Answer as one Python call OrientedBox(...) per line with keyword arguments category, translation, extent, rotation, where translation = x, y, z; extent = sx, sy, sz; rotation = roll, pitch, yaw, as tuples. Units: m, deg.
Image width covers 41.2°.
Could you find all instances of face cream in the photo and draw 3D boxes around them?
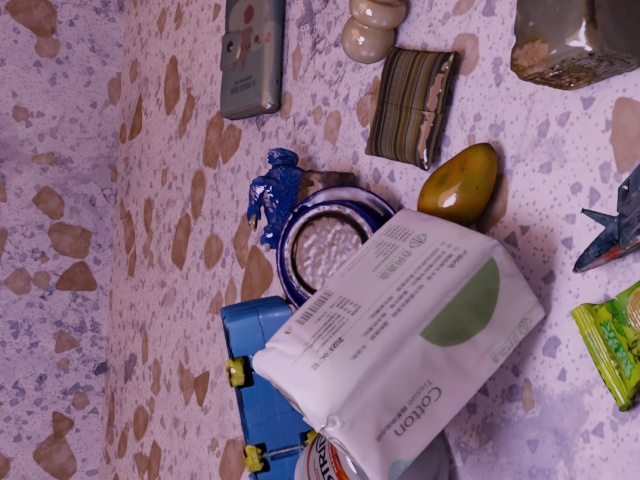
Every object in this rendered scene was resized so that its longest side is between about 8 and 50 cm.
OrientedBox(category="face cream", translation=(0.083, 0.374, 1.396), extent=(0.187, 0.201, 0.201), rotation=(-53, 42, 43))

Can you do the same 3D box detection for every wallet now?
OrientedBox(category="wallet", translation=(-0.169, -0.477, 2.110), extent=(0.252, 0.083, 0.360), rotation=(-4, 82, 55))

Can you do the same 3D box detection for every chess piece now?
OrientedBox(category="chess piece", translation=(0.114, -0.452, 1.572), extent=(0.142, 0.143, 0.260), rotation=(-121, 38, -46))

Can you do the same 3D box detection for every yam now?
OrientedBox(category="yam", translation=(-0.001, 0.000, 1.690), extent=(0.131, 0.131, 0.279), rotation=(4, 88, 61))

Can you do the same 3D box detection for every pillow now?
OrientedBox(category="pillow", translation=(0.156, -0.240, 1.519), extent=(0.212, 0.052, 0.208), rotation=(26, 104, 58))

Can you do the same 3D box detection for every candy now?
OrientedBox(category="candy", translation=(0.398, 0.094, 1.024), extent=(0.246, 0.069, 0.149), rotation=(-52, 45, 45))

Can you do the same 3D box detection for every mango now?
OrientedBox(category="mango", translation=(0.219, -0.078, 1.347), extent=(0.163, 0.090, 0.111), rotation=(-43, 48, 39))

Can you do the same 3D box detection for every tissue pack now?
OrientedBox(category="tissue pack", translation=(0.108, 0.146, 1.247), extent=(0.356, 0.194, 0.266), rotation=(-44, 29, -12))

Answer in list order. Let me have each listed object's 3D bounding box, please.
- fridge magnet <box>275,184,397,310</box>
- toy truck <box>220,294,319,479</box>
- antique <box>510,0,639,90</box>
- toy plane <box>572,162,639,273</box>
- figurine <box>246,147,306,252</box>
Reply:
OrientedBox(category="fridge magnet", translation=(0.035, 0.030, 1.553), extent=(0.266, 0.113, 0.265), rotation=(-1, 86, 23))
OrientedBox(category="toy truck", translation=(-0.096, 0.305, 1.675), extent=(0.162, 0.161, 0.384), rotation=(-137, 36, -72))
OrientedBox(category="antique", translation=(0.345, -0.358, 1.134), extent=(0.150, 0.125, 0.284), rotation=(-9, 78, 58))
OrientedBox(category="toy plane", translation=(0.390, -0.050, 1.005), extent=(0.326, 0.104, 0.223), rotation=(-44, 19, 47))
OrientedBox(category="figurine", translation=(-0.072, -0.077, 1.776), extent=(0.121, 0.164, 0.262), rotation=(-20, 50, 28))
